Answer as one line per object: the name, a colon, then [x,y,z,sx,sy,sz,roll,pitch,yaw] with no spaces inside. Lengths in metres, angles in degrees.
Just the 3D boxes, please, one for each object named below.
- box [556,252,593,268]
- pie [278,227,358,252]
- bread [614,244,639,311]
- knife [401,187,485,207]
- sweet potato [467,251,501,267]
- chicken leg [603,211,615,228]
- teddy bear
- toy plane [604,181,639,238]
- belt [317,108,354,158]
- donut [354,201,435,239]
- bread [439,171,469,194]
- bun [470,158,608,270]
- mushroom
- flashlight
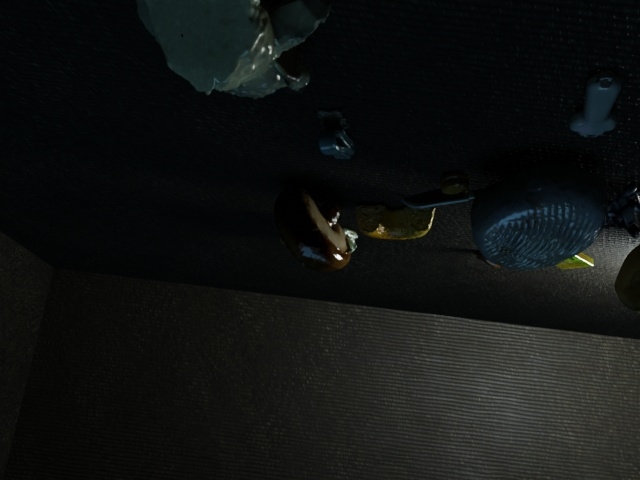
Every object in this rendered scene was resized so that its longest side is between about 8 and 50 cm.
box: [0.871,0.061,2.307,0.193,0.030,0.121,22,158,-39]
pie: [-0.008,-0.001,2.395,0.302,0.067,0.302,7,162,2]
bread: [1.153,0.124,2.016,0.375,0.253,0.348,12,168,-10]
knife: [0.395,-0.130,1.808,0.342,0.061,0.027,-9,140,13]
sweet potato: [0.639,0.071,2.399,0.194,0.057,0.056,13,163,-5]
chicken leg: [0.774,-0.077,1.842,0.233,0.063,0.105,10,159,-1]
teddy bear: [-0.140,-0.397,1.086,0.327,0.376,0.362,2,-156,15]
toy plane: [0.821,-0.060,1.741,0.169,0.078,0.246,-38,128,11]
belt: [0.040,-0.250,1.571,0.065,0.100,0.179,1,177,16]
donut: [0.248,-0.059,2.069,0.258,0.101,0.152,-3,167,18]
bread: [0.366,-0.156,1.768,0.080,0.046,0.083,-3,159,14]
bun: [0.548,-0.072,1.670,0.354,0.194,0.355,-1,142,-1]
mushroom: [-0.022,-0.035,1.977,0.163,0.278,0.297,-30,103,33]
flashlight: [0.557,-0.274,1.304,0.093,0.048,0.200,2,160,15]
